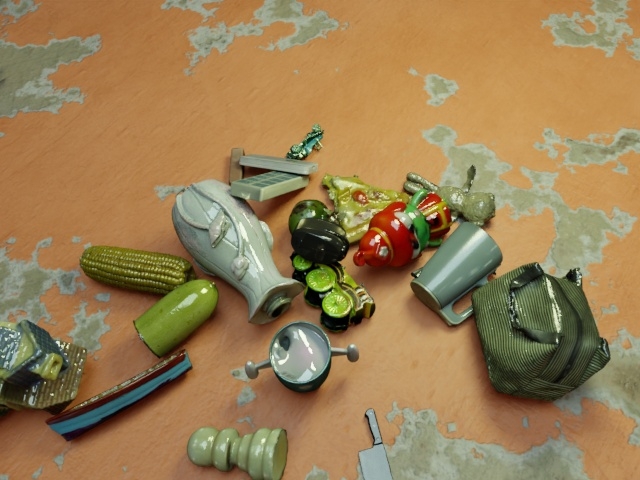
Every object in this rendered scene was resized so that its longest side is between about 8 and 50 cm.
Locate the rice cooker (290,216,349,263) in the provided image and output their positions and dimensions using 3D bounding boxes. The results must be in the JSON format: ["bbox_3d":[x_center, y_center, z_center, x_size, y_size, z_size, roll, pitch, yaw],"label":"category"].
[{"bbox_3d":[0.000,0.000,1.716,0.165,0.112,0.106,13,42,-3],"label":"rice cooker"}]

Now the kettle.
[{"bbox_3d":[0.395,0.104,1.728,0.243,0.160,0.210,-43,93,-13],"label":"kettle"}]

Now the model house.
[{"bbox_3d":[-0.774,0.349,1.552,0.266,0.321,0.261,5,65,5],"label":"model house"}]

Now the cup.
[{"bbox_3d":[-0.047,0.320,1.588,0.299,0.173,0.167,-9,58,-1],"label":"cup"}]

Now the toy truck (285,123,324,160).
[{"bbox_3d":[-0.044,-0.316,2.054,0.078,0.080,0.154,44,68,-3],"label":"toy truck"}]

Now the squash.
[{"bbox_3d":[-0.386,0.203,1.691,0.247,0.132,0.132,-37,62,-6],"label":"squash"}]

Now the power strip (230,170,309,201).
[{"bbox_3d":[-0.144,-0.174,1.859,0.106,0.043,0.367,14,18,19],"label":"power strip"}]

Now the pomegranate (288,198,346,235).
[{"bbox_3d":[-0.018,-0.062,1.828,0.169,0.148,0.148,-27,48,38],"label":"pomegranate"}]

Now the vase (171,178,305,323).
[{"bbox_3d":[-0.241,0.032,1.748,0.250,0.250,0.445,-33,68,-16],"label":"vase"}]

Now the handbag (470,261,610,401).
[{"bbox_3d":[0.560,0.219,1.551,0.247,0.240,0.341,11,53,-21],"label":"handbag"}]

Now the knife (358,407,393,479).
[{"bbox_3d":[0.134,0.548,1.525,0.072,0.019,0.245,-12,60,-2],"label":"knife"}]

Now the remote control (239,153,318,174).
[{"bbox_3d":[-0.137,-0.251,1.986,0.250,0.034,0.103,10,16,19],"label":"remote control"}]

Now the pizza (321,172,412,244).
[{"bbox_3d":[0.101,-0.127,1.917,0.287,0.075,0.280,38,67,24],"label":"pizza"}]

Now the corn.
[{"bbox_3d":[-0.545,0.089,1.799,0.344,0.131,0.131,7,59,12],"label":"corn"}]

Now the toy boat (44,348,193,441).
[{"bbox_3d":[-0.525,0.407,1.611,0.392,0.136,0.079,-29,92,-14],"label":"toy boat"}]

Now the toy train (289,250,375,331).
[{"bbox_3d":[0.028,0.127,1.750,0.160,0.100,0.296,-24,58,-19],"label":"toy train"}]

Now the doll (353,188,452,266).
[{"bbox_3d":[0.228,-0.019,1.772,0.363,0.182,0.160,-30,23,-33],"label":"doll"}]

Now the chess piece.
[{"bbox_3d":[-0.213,0.524,1.513,0.243,0.133,0.133,3,58,14],"label":"chess piece"}]

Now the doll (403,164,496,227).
[{"bbox_3d":[0.399,-0.125,1.897,0.286,0.091,0.203,-1,65,15],"label":"doll"}]

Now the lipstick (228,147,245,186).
[{"bbox_3d":[-0.280,-0.241,2.032,0.045,0.045,0.145,-4,58,4],"label":"lipstick"}]
